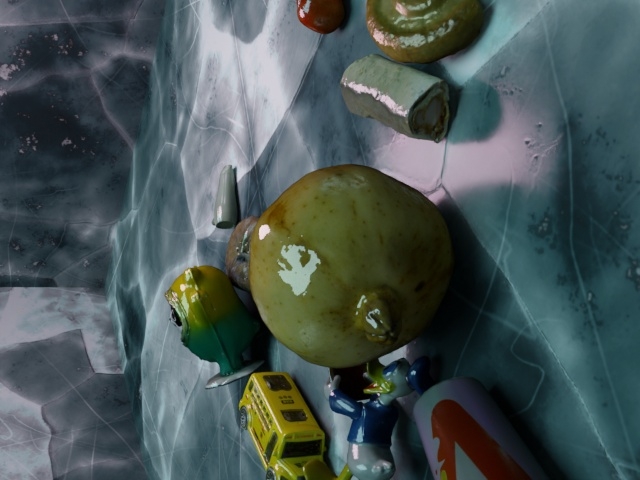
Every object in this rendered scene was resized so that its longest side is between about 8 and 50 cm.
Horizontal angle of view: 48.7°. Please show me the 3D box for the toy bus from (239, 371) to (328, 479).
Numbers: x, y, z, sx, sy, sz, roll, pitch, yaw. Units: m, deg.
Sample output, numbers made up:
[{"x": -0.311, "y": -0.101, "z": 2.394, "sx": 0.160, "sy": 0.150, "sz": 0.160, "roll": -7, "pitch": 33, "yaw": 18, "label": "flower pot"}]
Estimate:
[{"x": -0.085, "y": 0.472, "z": 1.740, "sx": 0.330, "sy": 0.144, "sz": 0.152, "roll": 50, "pitch": 130, "yaw": 53, "label": "toy bus"}]

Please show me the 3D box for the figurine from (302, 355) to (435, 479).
[{"x": 0.119, "y": 0.336, "z": 1.414, "sx": 0.338, "sy": 0.205, "sz": 0.283, "roll": -54, "pitch": 35, "yaw": 27, "label": "figurine"}]

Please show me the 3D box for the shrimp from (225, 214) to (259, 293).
[{"x": -0.180, "y": 0.051, "z": 2.005, "sx": 0.446, "sy": 0.110, "sz": 0.221, "roll": 24, "pitch": 100, "yaw": 63, "label": "shrimp"}]

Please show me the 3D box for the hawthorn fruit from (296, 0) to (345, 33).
[{"x": 0.000, "y": -0.560, "z": 1.697, "sx": 0.128, "sy": 0.128, "sz": 0.128, "roll": -8, "pitch": 81, "yaw": 61, "label": "hawthorn fruit"}]

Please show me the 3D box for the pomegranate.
[{"x": 0.060, "y": 0.057, "z": 1.280, "sx": 0.410, "sy": 0.410, "sz": 0.409, "roll": -8, "pitch": 81, "yaw": 61, "label": "pomegranate"}]

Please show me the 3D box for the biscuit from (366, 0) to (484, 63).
[{"x": 0.183, "y": -0.445, "z": 1.334, "sx": 0.213, "sy": 0.091, "sz": 0.274, "roll": -38, "pitch": 55, "yaw": 19, "label": "biscuit"}]

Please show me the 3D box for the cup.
[{"x": 0.256, "y": 0.366, "z": 1.107, "sx": 0.288, "sy": 0.203, "sz": 0.203, "roll": -112, "pitch": 36, "yaw": -48, "label": "cup"}]

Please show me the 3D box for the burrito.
[{"x": 0.140, "y": -0.286, "z": 1.413, "sx": 0.299, "sy": 0.105, "sz": 0.143, "roll": 39, "pitch": 156, "yaw": 54, "label": "burrito"}]

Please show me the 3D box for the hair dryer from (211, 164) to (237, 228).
[{"x": -0.329, "y": -0.113, "z": 2.332, "sx": 0.237, "sy": 0.076, "sz": 0.206, "roll": 135, "pitch": 137, "yaw": -61, "label": "hair dryer"}]

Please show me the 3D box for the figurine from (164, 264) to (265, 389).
[{"x": -0.301, "y": 0.227, "z": 2.008, "sx": 0.323, "sy": 0.232, "sz": 0.339, "roll": -161, "pitch": 48, "yaw": -85, "label": "figurine"}]
